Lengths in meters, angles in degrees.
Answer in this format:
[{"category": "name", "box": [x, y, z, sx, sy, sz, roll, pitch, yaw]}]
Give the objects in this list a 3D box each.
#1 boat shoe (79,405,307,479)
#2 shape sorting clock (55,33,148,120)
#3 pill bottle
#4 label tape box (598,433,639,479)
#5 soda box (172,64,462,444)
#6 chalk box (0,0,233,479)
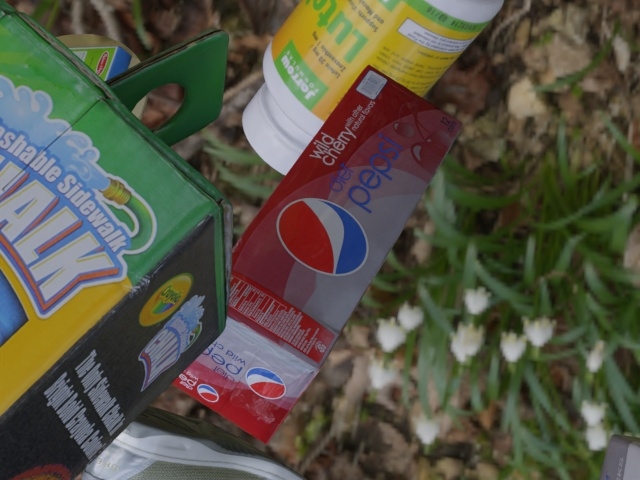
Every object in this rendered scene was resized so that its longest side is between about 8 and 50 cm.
[{"category": "boat shoe", "box": [-0.129, 0.255, 1.303, 0.118, 0.103, 0.320, 23, 176, 37]}, {"category": "shape sorting clock", "box": [-0.290, -0.149, 1.344, 0.206, 0.206, 0.040, 2, 147, 19]}, {"category": "pill bottle", "box": [0.035, -0.166, 1.060, 0.136, 0.136, 0.245, 25, 129, -22]}, {"category": "label tape box", "box": [0.306, 0.195, 0.775, 0.241, 0.105, 0.333, 9, 175, 2]}, {"category": "soda box", "box": [0.000, 0.000, 0.785, 0.083, 0.263, 0.092, 33, 135, 1]}, {"category": "chalk box", "box": [-0.154, 0.010, 0.501, 0.179, 0.289, 0.180, 41, 161, 9]}]
